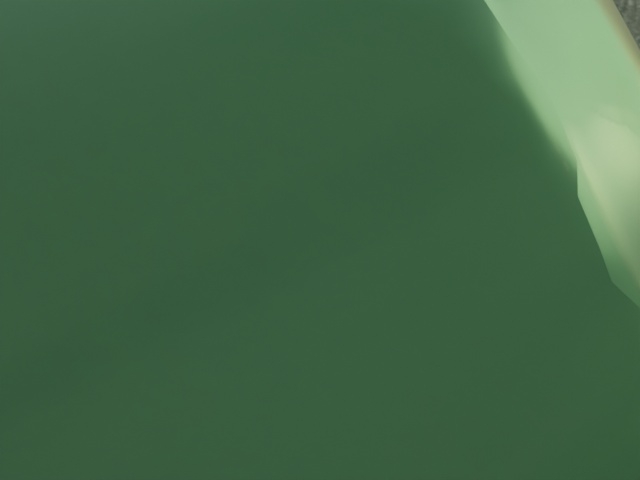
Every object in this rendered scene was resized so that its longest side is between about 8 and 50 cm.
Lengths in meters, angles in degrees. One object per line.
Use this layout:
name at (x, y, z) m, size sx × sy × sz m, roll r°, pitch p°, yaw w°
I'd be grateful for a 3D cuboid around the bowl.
bowl at (0.000, 0.000, 0.444) m, size 0.311 × 0.163 × 0.311 m, roll 61°, pitch 6°, yaw -11°
